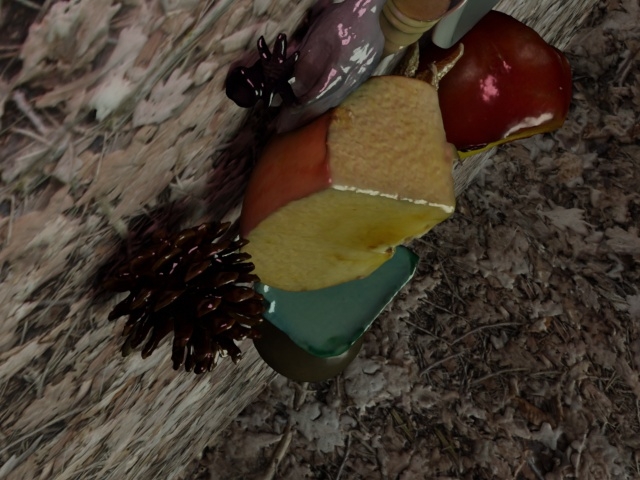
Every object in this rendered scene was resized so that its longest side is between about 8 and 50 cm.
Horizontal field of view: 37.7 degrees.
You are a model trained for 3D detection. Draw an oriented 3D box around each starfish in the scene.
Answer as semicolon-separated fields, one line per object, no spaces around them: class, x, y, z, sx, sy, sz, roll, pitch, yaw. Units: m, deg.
starfish;0.114;-0.177;1.411;0.293;0.084;0.301;-60;-155;24

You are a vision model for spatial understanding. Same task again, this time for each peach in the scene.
peach;0.263;-0.226;1.623;0.338;0.281;0.281;-52;170;13

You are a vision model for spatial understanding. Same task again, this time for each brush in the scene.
brush;-0.245;0.104;1.398;0.196;0.021;0.070;-50;171;19

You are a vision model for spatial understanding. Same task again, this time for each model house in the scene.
model house;0.012;0.033;1.795;0.280;0.230;0.249;-49;-165;11

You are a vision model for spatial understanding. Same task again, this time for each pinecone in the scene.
pinecone;-0.161;0.074;1.166;0.208;0.208;0.208;-47;170;-11

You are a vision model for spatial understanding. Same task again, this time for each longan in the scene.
longan;-0.023;0.181;2.005;0.258;0.258;0.258;-47;170;-11

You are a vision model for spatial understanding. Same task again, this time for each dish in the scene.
dish;0.242;-0.404;1.467;0.234;0.064;0.154;-46;170;-23

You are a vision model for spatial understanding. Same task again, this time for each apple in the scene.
apple;0.024;-0.065;1.291;0.309;0.252;0.314;-30;-166;49

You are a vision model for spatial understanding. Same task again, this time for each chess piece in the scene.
chess piece;0.098;-0.289;1.269;0.090;0.090;0.200;-45;180;-23

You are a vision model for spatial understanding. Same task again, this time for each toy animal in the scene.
toy animal;0.028;-0.234;1.092;0.324;0.090;0.195;-43;169;-21

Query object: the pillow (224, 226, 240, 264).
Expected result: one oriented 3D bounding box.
pillow;-0.114;-0.010;1.488;0.217;0.033;0.130;-49;171;-3
